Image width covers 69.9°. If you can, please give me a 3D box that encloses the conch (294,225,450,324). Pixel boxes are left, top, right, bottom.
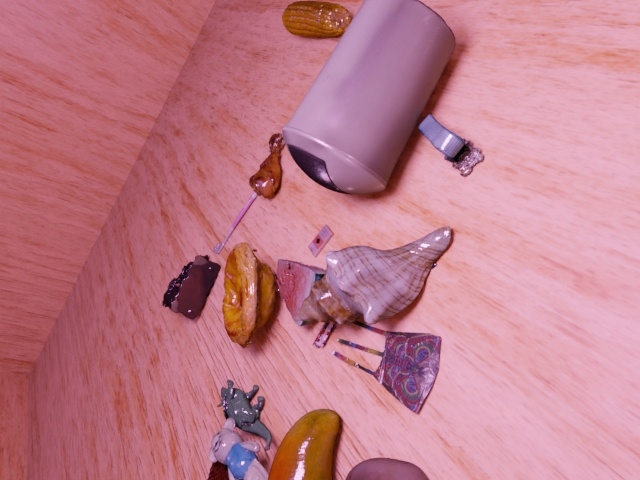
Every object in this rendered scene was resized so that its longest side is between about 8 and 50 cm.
[{"bbox_3d":[0.094,0.084,0.970,0.386,0.170,0.203,-38,53,31],"label":"conch"}]

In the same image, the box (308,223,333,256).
[{"bbox_3d":[0.000,0.000,1.247,0.083,0.012,0.046,-52,41,16],"label":"box"}]

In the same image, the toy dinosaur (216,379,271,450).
[{"bbox_3d":[-0.188,0.440,1.194,0.292,0.079,0.119,-2,75,50],"label":"toy dinosaur"}]

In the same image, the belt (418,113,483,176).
[{"bbox_3d":[0.274,-0.220,1.003,0.065,0.100,0.179,-50,25,22],"label":"belt"}]

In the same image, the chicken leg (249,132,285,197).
[{"bbox_3d":[-0.165,-0.250,1.529,0.108,0.087,0.251,-2,62,31],"label":"chicken leg"}]

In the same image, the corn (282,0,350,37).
[{"bbox_3d":[-0.021,-0.766,1.590,0.363,0.121,0.120,39,102,48],"label":"corn"}]

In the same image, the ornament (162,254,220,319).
[{"bbox_3d":[-0.493,0.156,1.695,0.260,0.106,0.251,13,74,61],"label":"ornament"}]

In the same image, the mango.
[{"bbox_3d":[-0.040,0.497,0.949,0.146,0.129,0.288,-25,45,43],"label":"mango"}]

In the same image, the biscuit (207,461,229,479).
[{"bbox_3d":[-0.188,0.613,1.105,0.252,0.070,0.106,7,78,51],"label":"biscuit"}]

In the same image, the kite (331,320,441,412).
[{"bbox_3d":[0.129,0.239,0.972,0.286,0.015,0.152,13,79,49],"label":"kite"}]

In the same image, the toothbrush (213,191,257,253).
[{"bbox_3d":[-0.301,-0.065,1.630,0.286,0.025,0.020,-53,40,16],"label":"toothbrush"}]

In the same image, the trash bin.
[{"bbox_3d":[0.105,-0.320,1.084,0.280,0.280,0.431,32,94,52],"label":"trash bin"}]

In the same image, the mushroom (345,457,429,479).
[{"bbox_3d":[0.109,0.458,0.813,0.188,0.117,0.141,-20,45,49],"label":"mushroom"}]

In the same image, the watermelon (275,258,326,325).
[{"bbox_3d":[-0.054,0.113,1.210,0.241,0.095,0.154,36,109,53],"label":"watermelon"}]

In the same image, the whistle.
[{"bbox_3d":[-0.192,0.514,1.077,0.236,0.077,0.113,16,73,50],"label":"whistle"}]

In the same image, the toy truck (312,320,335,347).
[{"bbox_3d":[0.008,0.225,1.111,0.083,0.024,0.032,-62,16,3],"label":"toy truck"}]

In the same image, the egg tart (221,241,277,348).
[{"bbox_3d":[-0.198,0.152,1.288,0.295,0.116,0.294,-11,77,63],"label":"egg tart"}]
